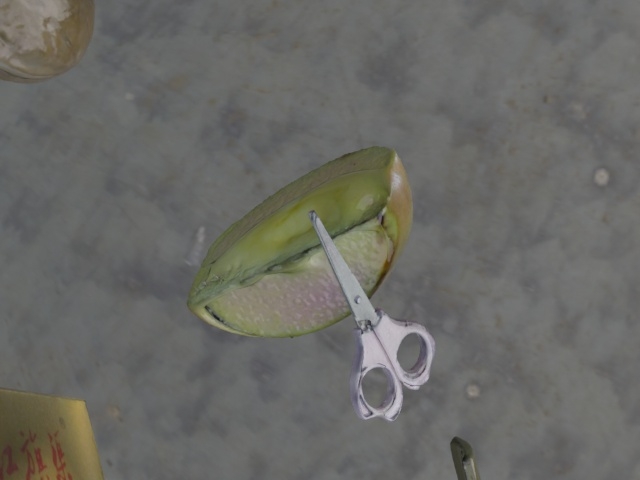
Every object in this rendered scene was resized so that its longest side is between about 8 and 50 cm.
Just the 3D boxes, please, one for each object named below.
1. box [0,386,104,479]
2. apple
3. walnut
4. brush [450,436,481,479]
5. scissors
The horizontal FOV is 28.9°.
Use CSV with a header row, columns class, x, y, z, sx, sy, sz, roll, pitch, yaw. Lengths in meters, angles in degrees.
class,x,y,z,sx,sy,sz,roll,pitch,yaw
box,-0.233,0.130,0.550,0.240,0.159,0.071,-19,77,9
apple,0.000,0.000,1.250,0.265,0.193,0.120,-26,115,31
walnut,-0.277,-0.213,1.098,0.162,0.140,0.140,27,89,-38
brush,0.173,0.315,1.175,0.048,0.054,0.282,-17,108,-3
scissors,0.033,0.054,0.977,0.100,0.015,0.189,-43,119,-32
